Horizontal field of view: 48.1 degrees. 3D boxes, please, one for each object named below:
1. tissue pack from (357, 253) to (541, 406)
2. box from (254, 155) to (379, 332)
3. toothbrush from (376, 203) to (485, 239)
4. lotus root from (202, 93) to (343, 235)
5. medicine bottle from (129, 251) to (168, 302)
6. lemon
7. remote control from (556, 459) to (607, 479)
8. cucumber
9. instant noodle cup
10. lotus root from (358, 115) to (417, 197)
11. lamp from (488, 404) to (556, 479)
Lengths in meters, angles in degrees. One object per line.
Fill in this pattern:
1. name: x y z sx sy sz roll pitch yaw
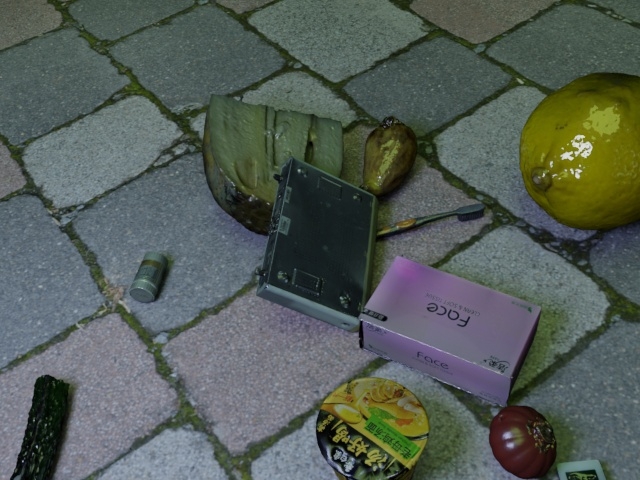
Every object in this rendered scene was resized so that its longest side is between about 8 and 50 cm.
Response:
1. tissue pack: 0.199 0.134 1.118 0.246 0.093 0.149 19 52 22
2. box: 0.000 0.000 1.203 0.210 0.045 0.270 25 54 -21
3. toothbrush: 0.146 -0.022 1.302 0.320 0.031 0.023 -12 48 -4
4. lotus root: -0.091 -0.116 1.342 0.266 0.149 0.260 8 53 -17
5. medicine bottle: -0.302 0.065 1.265 0.047 0.047 0.083 4 49 10
6. lemon: 0.478 -0.152 1.224 0.321 0.268 0.268 -7 46 -23
7. remote control: 0.358 0.369 0.935 0.065 0.029 0.166 -7 44 2
8. cucumber: -0.419 0.293 1.071 0.058 0.058 0.187 -4 49 3
9. instant noodle cup: 0.071 0.281 0.984 0.151 0.122 0.151 -2 50 2
10. lotus root: 0.124 -0.144 1.379 0.108 0.094 0.191 -16 46 48
11. lamp: 0.279 0.277 0.986 0.101 0.090 0.101 18 50 -23
